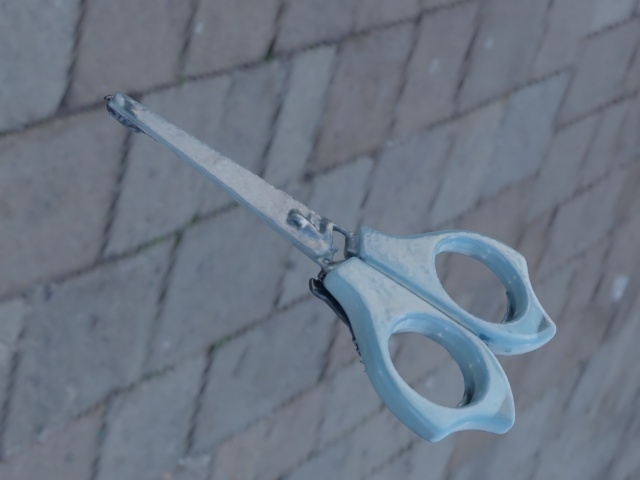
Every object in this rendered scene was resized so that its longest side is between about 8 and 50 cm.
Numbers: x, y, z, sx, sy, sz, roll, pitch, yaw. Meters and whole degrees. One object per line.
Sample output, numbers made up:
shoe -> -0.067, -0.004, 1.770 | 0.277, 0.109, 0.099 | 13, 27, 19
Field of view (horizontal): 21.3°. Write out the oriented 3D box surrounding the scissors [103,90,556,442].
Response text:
scissors -> -0.001, 0.001, 1.191 | 0.191, 0.360, 0.029 | -59, -178, -42
